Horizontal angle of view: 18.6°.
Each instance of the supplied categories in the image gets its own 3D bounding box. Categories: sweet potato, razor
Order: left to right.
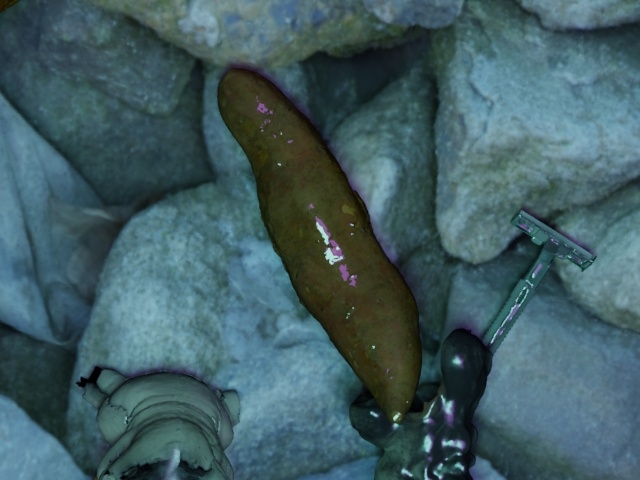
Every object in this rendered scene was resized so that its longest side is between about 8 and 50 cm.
[{"bbox_3d":[0.007,0.004,1.736,0.095,0.106,0.354,-30,76,16],"label":"sweet potato"},{"bbox_3d":[0.163,0.082,1.791,0.084,0.036,0.211,32,91,-4],"label":"razor"}]

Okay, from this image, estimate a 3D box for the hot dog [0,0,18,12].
[{"bbox_3d":[-0.309,-0.305,1.679,0.196,0.122,0.272,34,87,-8],"label":"hot dog"}]

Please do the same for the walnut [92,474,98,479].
[{"bbox_3d":[-0.181,0.245,1.758,0.096,0.082,0.079,-40,69,2],"label":"walnut"}]

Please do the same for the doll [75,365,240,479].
[{"bbox_3d":[-0.137,0.175,1.711,0.149,0.192,0.095,3,115,-11],"label":"doll"}]

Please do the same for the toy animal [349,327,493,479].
[{"bbox_3d":[0.096,0.255,1.759,0.168,0.106,0.343,-10,98,5],"label":"toy animal"}]
